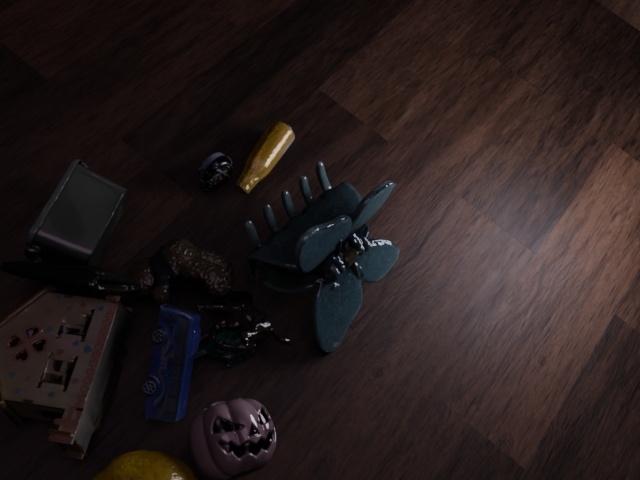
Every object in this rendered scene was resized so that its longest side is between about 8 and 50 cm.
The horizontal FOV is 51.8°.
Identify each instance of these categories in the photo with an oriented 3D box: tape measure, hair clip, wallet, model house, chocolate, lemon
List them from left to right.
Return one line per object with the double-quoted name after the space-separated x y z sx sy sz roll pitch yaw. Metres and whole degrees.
-0.542 0.254 1.326 0.245 0.169 0.325 9 59 0 "model house"
-0.517 0.073 1.369 0.245 0.169 0.052 6 84 19 "wallet"
-0.331 0.481 1.250 0.208 0.170 0.169 11 63 -2 "lemon"
-0.257 -0.171 1.619 0.091 0.094 0.054 -35 70 -25 "tape measure"
-0.149 -0.206 1.669 0.086 0.085 0.219 30 62 3 "chocolate"
0.000 0.000 1.497 0.238 0.392 0.318 29 60 33 "hair clip"

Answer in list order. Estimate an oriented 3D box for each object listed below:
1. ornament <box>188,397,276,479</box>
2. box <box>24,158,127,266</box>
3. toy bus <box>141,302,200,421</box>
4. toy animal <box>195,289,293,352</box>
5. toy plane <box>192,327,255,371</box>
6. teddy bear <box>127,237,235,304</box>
-0.180 0.392 1.323 0.178 0.177 0.177 5 64 -10 "ornament"
-0.537 -0.043 1.469 0.135 0.163 0.243 25 60 -10 "box"
-0.308 0.253 1.367 0.094 0.079 0.236 9 88 -2 "toy bus"
-0.172 0.170 1.434 0.233 0.084 0.148 28 41 30 "toy animal"
-0.226 0.234 1.452 0.235 0.060 0.096 -20 63 -24 "toy plane"
-0.315 0.059 1.462 0.252 0.182 0.129 -9 105 4 "teddy bear"
